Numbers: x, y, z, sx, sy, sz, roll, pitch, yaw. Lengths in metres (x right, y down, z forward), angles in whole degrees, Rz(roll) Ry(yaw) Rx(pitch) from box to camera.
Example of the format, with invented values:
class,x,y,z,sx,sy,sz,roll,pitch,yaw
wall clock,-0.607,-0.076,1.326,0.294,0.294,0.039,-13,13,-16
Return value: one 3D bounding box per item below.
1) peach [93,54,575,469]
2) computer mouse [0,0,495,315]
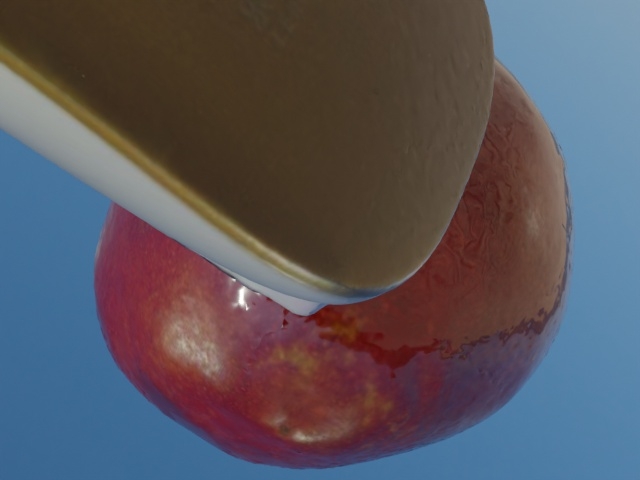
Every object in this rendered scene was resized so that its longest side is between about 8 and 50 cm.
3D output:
class,x,y,z,sx,sy,sz,roll,pitch,yaw
peach,0.000,0.000,0.811,0.199,0.243,0.243,62,-172,-22
computer mouse,-0.066,-0.081,0.365,0.245,0.056,0.126,33,-132,-7
